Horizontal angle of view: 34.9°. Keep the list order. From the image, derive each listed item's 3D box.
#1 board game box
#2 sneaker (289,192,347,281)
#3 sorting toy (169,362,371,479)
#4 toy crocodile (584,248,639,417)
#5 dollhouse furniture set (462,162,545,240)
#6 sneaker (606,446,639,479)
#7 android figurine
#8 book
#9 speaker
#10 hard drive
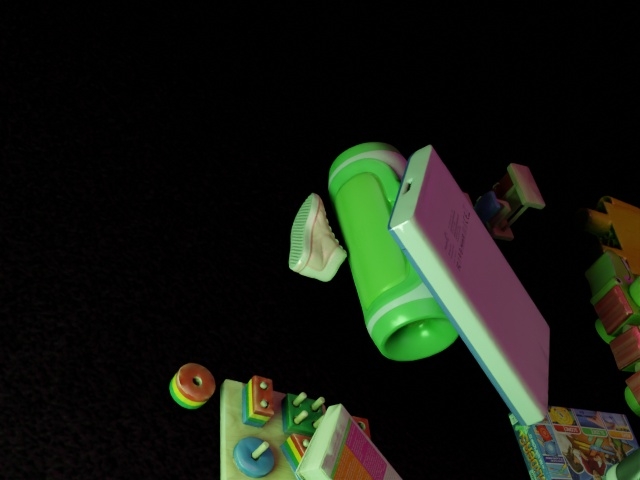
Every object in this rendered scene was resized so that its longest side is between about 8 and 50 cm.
[{"bbox_3d":[0.360,0.295,1.384,0.201,0.035,0.136,12,46,-30],"label":"board game box"},{"bbox_3d":[0.000,0.000,1.371,0.070,0.051,0.134,26,44,-19],"label":"sneaker"},{"bbox_3d":[-0.034,0.220,1.132,0.274,0.046,0.132,19,43,-24],"label":"sorting toy"},{"bbox_3d":[0.486,0.158,1.554,0.105,0.115,0.340,11,47,-30],"label":"toy crocodile"},{"bbox_3d":[0.200,-0.052,1.472,0.129,0.184,0.129,10,47,-32],"label":"dollhouse furniture set"},{"bbox_3d":[0.528,0.300,1.371,0.296,0.147,0.104,7,47,-39],"label":"sneaker"},{"bbox_3d":[0.571,0.026,1.798,0.273,0.056,0.248,14,45,-28],"label":"android figurine"},{"bbox_3d":[0.042,0.262,1.115,0.144,0.035,0.096,54,39,-22],"label":"book"},{"bbox_3d":[0.096,0.009,1.376,0.131,0.131,0.296,11,47,-31],"label":"speaker"},{"bbox_3d":[0.198,0.054,1.305,0.319,0.040,0.210,54,27,-19],"label":"hard drive"}]
